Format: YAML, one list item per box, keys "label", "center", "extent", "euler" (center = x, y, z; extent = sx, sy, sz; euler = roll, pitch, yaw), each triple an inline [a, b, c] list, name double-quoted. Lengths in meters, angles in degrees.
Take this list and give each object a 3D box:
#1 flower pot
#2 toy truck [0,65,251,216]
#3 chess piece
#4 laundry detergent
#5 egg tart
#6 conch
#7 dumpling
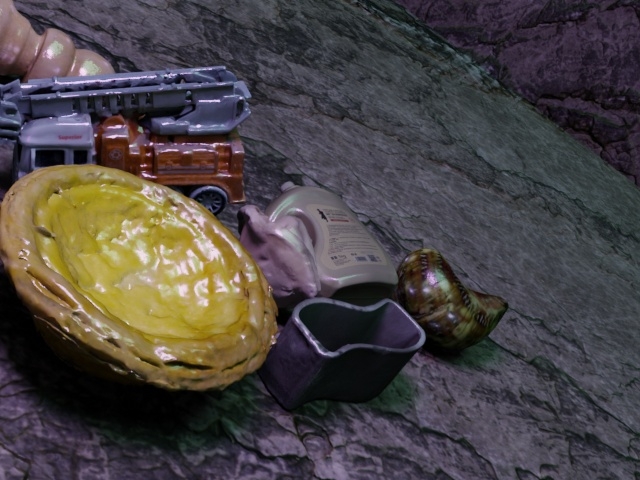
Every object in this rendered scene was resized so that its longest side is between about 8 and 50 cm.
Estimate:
- label: "flower pot"
  center: [0.030, 0.146, 1.252]
  extent: [0.229, 0.108, 0.103]
  euler: [4, 41, -46]
- label: "toy truck"
  center: [-0.264, -0.136, 1.227]
  extent: [0.338, 0.185, 0.133]
  euler: [-2, 40, -17]
- label: "chess piece"
  center: [-0.422, -0.273, 1.390]
  extent: [0.260, 0.143, 0.143]
  euler: [24, 29, -28]
- label: "laundry detergent"
  center: [0.000, 0.000, 1.463]
  extent: [0.181, 0.091, 0.253]
  euler: [-1, 44, -40]
- label: "egg tart"
  center: [-0.216, 0.059, 1.088]
  extent: [0.345, 0.132, 0.345]
  euler: [26, 29, -15]
- label: "conch"
  center: [0.187, 0.096, 1.497]
  extent: [0.181, 0.124, 0.187]
  euler: [36, 1, 23]
- label: "dumpling"
  center: [-0.058, 0.021, 1.310]
  extent: [0.118, 0.136, 0.199]
  euler: [-33, 70, -28]
